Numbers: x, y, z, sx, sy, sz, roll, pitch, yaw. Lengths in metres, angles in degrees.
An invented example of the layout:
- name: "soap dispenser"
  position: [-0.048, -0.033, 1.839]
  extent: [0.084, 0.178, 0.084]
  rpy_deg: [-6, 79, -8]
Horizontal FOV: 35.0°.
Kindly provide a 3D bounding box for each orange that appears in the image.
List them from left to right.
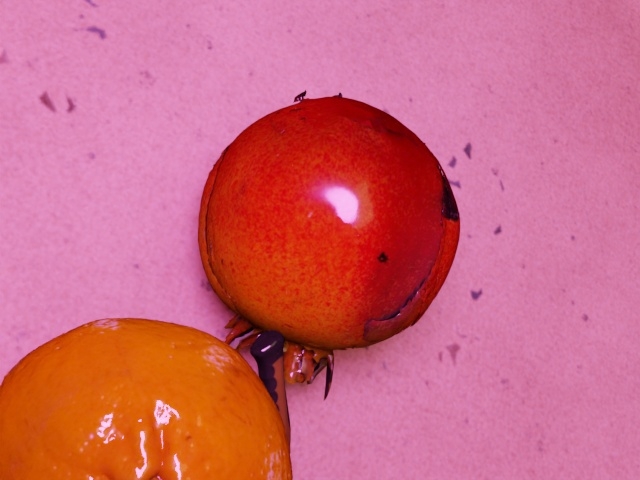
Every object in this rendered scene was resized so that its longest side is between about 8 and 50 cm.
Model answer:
- name: "orange"
  position: [-0.128, 0.160, 0.695]
  extent: [0.219, 0.193, 0.219]
  rpy_deg: [-2, 74, 6]

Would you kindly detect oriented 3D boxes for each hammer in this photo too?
- name: "hammer"
  position: [-0.030, 0.160, 0.796]
  extent: [0.078, 0.021, 0.201]
  rpy_deg: [-21, 121, -34]

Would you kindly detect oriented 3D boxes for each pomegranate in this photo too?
- name: "pomegranate"
  position: [0.000, 0.000, 0.818]
  extent: [0.210, 0.210, 0.235]
  rpy_deg: [20, 94, -22]
